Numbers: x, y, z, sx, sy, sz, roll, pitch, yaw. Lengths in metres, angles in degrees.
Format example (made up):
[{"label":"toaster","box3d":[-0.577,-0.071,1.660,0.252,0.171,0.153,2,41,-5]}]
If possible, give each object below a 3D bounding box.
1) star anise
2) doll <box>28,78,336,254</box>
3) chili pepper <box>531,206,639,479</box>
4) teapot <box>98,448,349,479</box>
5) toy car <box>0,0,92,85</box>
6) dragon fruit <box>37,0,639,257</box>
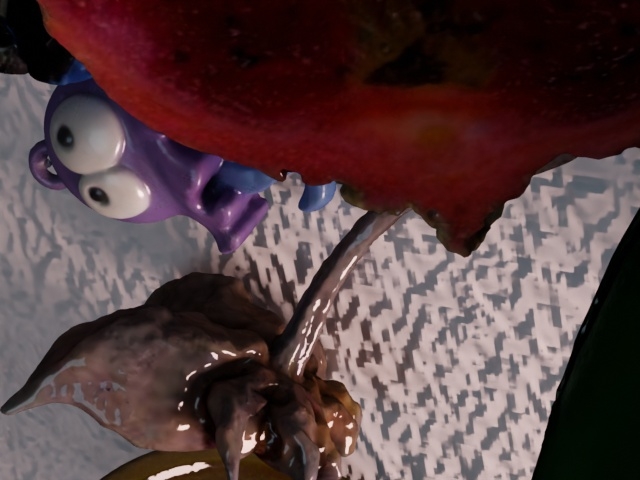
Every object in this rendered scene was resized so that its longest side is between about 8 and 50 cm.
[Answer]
[{"label":"star anise","box3d":[0.000,0.000,0.698,0.218,0.148,0.227,47,117,47]},{"label":"doll","box3d":[-0.030,-0.054,0.695,0.206,0.067,0.110,-19,108,29]},{"label":"chili pepper","box3d":[0.191,0.053,0.505,0.249,0.233,0.256,16,125,6]},{"label":"teapot","box3d":[-0.040,0.206,0.821,0.268,0.185,0.175,9,143,-14]},{"label":"toy car","box3d":[-0.130,-0.144,0.682,0.216,0.063,0.103,43,139,22]},{"label":"dragon fruit","box3d":[0.027,-0.096,0.548,0.262,0.134,0.211,-2,134,-7]}]
